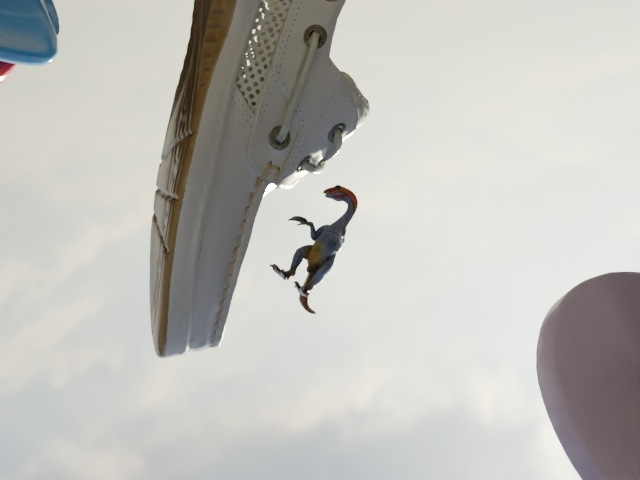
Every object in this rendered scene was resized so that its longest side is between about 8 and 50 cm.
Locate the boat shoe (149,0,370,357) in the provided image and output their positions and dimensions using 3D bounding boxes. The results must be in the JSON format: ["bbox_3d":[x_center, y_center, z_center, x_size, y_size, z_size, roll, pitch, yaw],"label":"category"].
[{"bbox_3d":[-0.021,-0.070,0.723,0.096,0.277,0.098,12,-174,-15],"label":"boat shoe"}]

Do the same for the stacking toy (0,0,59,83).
[{"bbox_3d":[-0.315,-0.074,0.934,0.166,0.302,0.175,6,-143,-52],"label":"stacking toy"}]

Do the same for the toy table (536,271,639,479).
[{"bbox_3d":[0.279,0.109,0.918,0.252,0.274,0.161,-56,180,-27],"label":"toy table"}]

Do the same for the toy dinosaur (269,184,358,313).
[{"bbox_3d":[0.000,0.000,1.117,0.047,0.090,0.082,37,-106,18],"label":"toy dinosaur"}]
